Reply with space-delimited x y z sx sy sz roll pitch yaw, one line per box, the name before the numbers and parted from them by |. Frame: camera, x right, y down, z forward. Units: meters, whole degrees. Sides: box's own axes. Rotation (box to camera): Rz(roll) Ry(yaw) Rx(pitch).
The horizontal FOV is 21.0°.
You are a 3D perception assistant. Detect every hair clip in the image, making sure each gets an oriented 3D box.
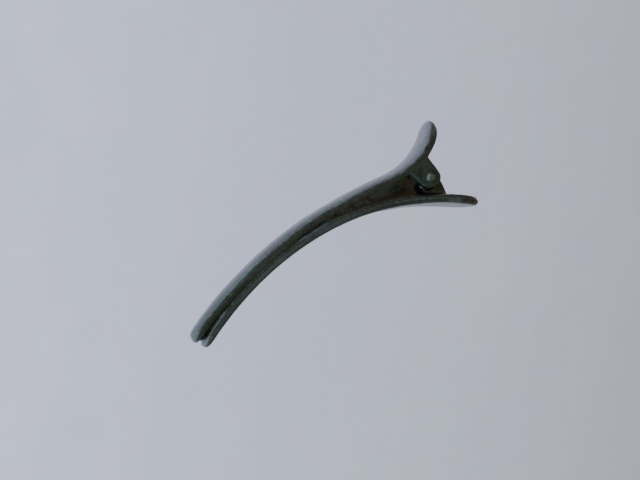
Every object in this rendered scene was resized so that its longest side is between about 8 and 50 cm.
hair clip | 0.000 0.000 1.215 0.070 0.229 0.039 61 167 -5
